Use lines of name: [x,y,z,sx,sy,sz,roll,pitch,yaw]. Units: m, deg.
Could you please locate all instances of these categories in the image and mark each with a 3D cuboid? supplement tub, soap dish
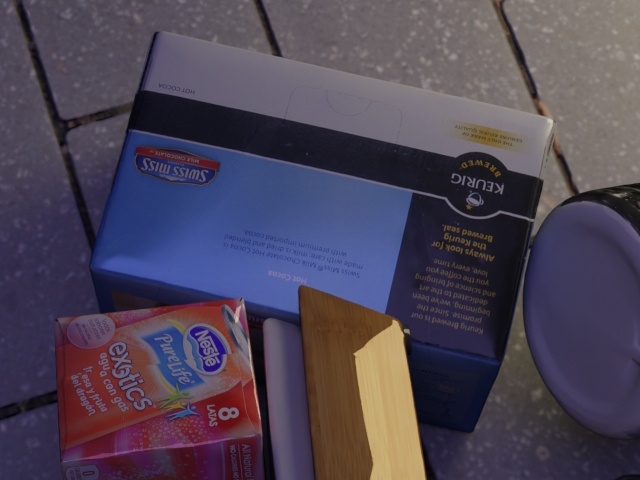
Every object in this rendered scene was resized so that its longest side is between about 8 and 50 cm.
supplement tub: [0.358,0.041,1.543,0.338,0.207,0.207,-8,68,-30]
soap dish: [0.022,0.212,1.428,0.118,0.290,0.229,-5,46,-2]

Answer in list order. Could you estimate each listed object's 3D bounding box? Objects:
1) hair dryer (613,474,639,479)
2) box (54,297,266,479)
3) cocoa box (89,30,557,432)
hair dryer: [0.397,0.301,1.575,0.224,0.080,0.293,-29,67,5]
box: [-0.116,0.199,1.450,0.154,0.300,0.142,-6,47,-5]
cocoa box: [0.000,0.000,1.575,0.347,0.231,0.228,13,70,3]
